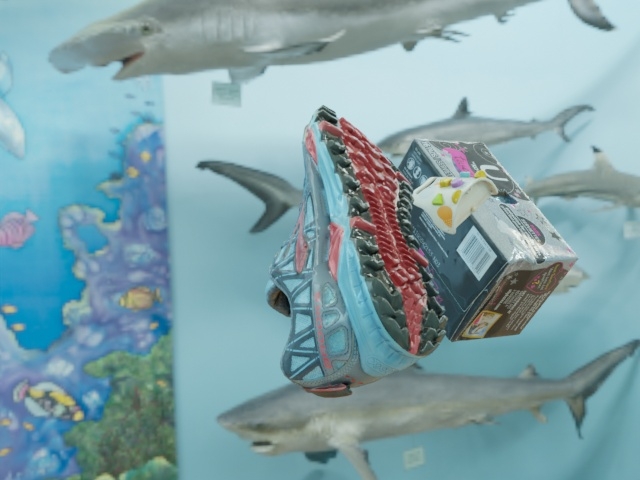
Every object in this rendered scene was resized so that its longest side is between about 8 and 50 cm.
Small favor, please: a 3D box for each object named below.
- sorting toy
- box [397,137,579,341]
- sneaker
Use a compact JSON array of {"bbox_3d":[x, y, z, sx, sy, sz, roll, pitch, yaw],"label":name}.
[{"bbox_3d":[0.142,-0.053,0.891,0.083,0.044,0.075,-40,36,-28],"label":"sorting toy"},{"bbox_3d":[0.209,-0.007,1.111,0.142,0.247,0.163,-2,-45,-34],"label":"box"},{"bbox_3d":[0.000,0.000,0.594,0.125,0.261,0.104,-37,-56,24],"label":"sneaker"}]
